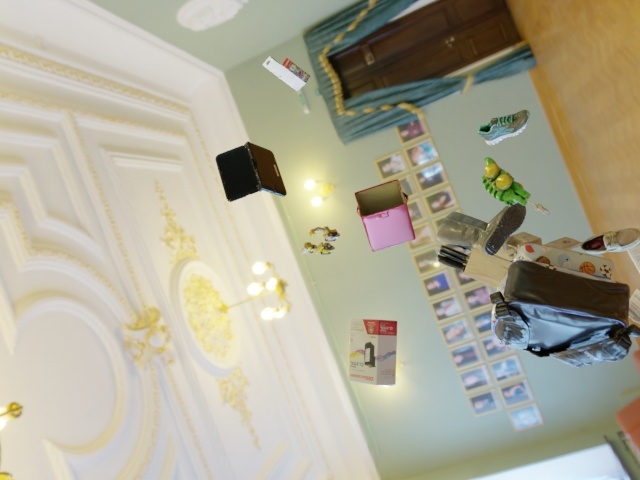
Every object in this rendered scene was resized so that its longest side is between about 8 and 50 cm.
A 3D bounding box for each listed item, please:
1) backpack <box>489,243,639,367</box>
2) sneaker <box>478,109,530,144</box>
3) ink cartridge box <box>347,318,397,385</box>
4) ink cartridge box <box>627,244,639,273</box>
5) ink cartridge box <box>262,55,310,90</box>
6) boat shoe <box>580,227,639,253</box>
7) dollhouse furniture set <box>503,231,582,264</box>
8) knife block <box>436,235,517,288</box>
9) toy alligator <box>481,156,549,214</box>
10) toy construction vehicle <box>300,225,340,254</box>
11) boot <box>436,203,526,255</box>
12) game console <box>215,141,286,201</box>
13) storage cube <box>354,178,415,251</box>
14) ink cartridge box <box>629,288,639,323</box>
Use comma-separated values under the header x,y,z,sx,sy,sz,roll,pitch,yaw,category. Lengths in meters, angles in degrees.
x,y,z,sx,sy,sz,roll,pitch,yaw,category
0.481,0.141,1.224,0.263,0.277,0.213,90,-160,-58,backpack
0.534,-0.338,1.716,0.076,0.166,0.064,22,-122,-29,sneaker
0.143,0.305,1.603,0.072,0.127,0.174,9,-101,-35,ink cartridge box
1.172,0.111,1.916,0.197,0.198,0.269,2,-119,-61,ink cartridge box
-0.088,-0.440,1.509,0.115,0.029,0.063,34,162,-17,ink cartridge box
0.655,0.004,1.320,0.045,0.135,0.050,0,-107,-35,boat shoe
0.629,0.057,1.649,0.184,0.129,0.129,-140,35,-67,dollhouse furniture set
0.504,0.089,1.834,0.275,0.242,0.088,65,-157,1,knife block
0.355,-0.091,1.107,0.056,0.051,0.189,21,-153,-40,toy alligator
0.000,0.000,1.408,0.098,0.086,0.035,-4,-122,-37,toy construction vehicle
0.444,-0.049,1.631,0.076,0.189,0.208,48,172,-22,boot
-0.140,-0.132,1.185,0.107,0.071,0.122,14,-133,-47,game console
0.265,-0.100,2.374,0.183,0.215,0.193,-99,-9,-51,storage cube
0.876,0.188,1.516,0.182,0.061,0.104,19,-160,-12,ink cartridge box
